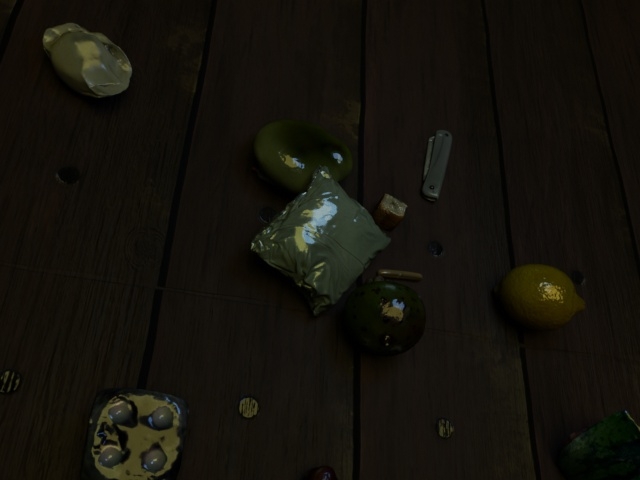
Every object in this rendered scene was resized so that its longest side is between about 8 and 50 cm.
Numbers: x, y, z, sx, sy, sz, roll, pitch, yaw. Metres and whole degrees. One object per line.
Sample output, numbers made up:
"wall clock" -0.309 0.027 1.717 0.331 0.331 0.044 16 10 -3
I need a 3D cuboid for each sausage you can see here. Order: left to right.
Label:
"sausage" 0.217 0.094 1.557 0.132 0.024 0.024 7 63 -18

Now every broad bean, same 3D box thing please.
"broad bean" -0.043 -0.225 1.546 0.291 0.119 0.238 8 59 -25
"broad bean" 0.013 0.573 1.217 0.114 0.084 0.165 -19 79 -32

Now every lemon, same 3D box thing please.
"lemon" 0.606 0.157 1.584 0.244 0.187 0.187 14 56 23

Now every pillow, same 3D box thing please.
"pillow" 0.000 0.000 1.432 0.310 0.138 0.283 -46 105 -23

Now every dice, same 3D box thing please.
"dice" -0.361 0.392 1.106 0.183 0.181 0.182 12 64 -16

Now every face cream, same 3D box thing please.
"face cream" -0.149 -0.180 1.553 0.083 0.021 0.040 25 56 -8

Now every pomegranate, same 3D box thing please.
"pomegranate" 0.156 0.175 1.415 0.202 0.202 0.248 19 32 -11

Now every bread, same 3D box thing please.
"bread" 0.194 -0.080 1.605 0.083 0.070 0.076 29 58 -3

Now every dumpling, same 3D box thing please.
"dumpling" -0.598 -0.462 1.456 0.250 0.132 0.162 43 62 3

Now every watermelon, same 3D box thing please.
"watermelon" 0.755 0.603 1.451 0.222 0.319 0.292 -30 69 6

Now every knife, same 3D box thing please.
"knife" 0.357 -0.236 1.762 0.073 0.040 0.265 17 61 0
